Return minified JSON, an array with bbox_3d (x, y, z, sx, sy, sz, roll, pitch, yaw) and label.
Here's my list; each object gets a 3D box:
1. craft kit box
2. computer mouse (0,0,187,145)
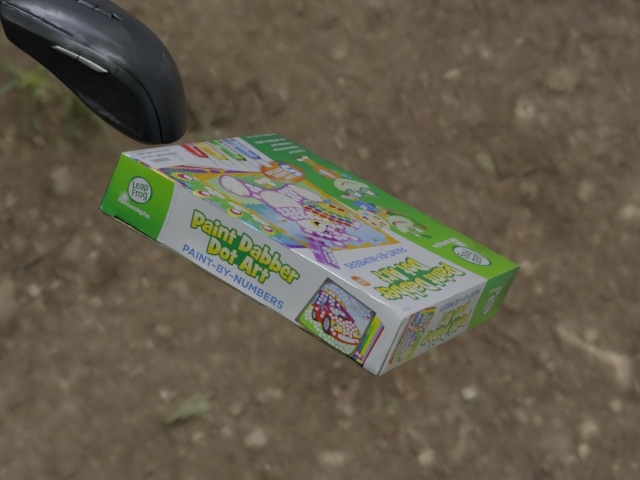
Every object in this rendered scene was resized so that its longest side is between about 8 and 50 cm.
[{"bbox_3d":[0.000,0.000,1.195,0.247,0.061,0.250,32,19,18],"label":"craft kit box"},{"bbox_3d":[-0.215,-0.164,1.238,0.060,0.262,0.184,-46,5,32],"label":"computer mouse"}]
